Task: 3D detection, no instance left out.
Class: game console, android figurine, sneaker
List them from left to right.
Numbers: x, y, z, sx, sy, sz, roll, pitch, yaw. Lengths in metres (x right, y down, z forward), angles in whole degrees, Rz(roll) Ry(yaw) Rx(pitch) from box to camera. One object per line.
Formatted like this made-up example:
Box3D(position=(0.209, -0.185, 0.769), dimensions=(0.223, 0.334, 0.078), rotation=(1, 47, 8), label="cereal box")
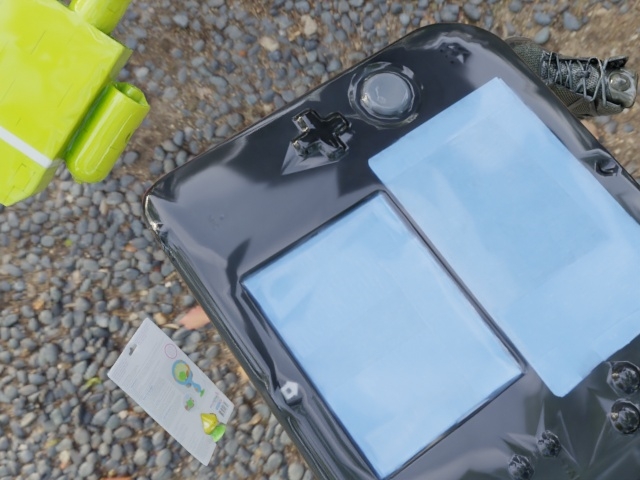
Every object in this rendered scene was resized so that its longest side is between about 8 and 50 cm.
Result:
Box3D(position=(-0.283, -0.145, 0.629), dimensions=(0.248, 0.056, 0.273), rotation=(32, 99, -9), label="android figurine")
Box3D(position=(0.102, 0.028, 0.547), dimensions=(0.342, 0.060, 0.387), rotation=(-32, 73, -19), label="game console")
Box3D(position=(0.329, -0.218, 0.942), dimensions=(0.227, 0.130, 0.087), rotation=(15, 82, -35), label="sneaker")

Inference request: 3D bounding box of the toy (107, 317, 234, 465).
Box3D(position=(-0.260, 0.265, 1.231), dimensions=(0.056, 0.137, 0.237), rotation=(-29, 113, 34), label="toy")
